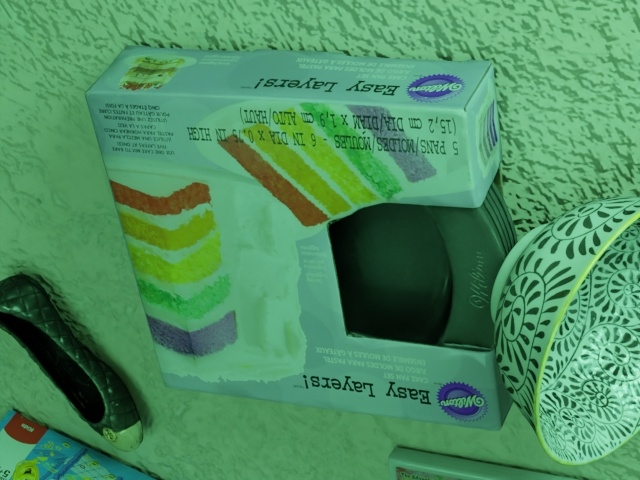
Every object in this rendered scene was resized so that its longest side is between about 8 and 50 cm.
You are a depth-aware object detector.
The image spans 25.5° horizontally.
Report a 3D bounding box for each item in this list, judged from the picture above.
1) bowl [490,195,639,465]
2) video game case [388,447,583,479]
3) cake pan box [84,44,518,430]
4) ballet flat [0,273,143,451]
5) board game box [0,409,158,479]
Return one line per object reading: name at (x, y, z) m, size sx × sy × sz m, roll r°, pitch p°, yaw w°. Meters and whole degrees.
bowl at (0.153, 0.039, 0.827) m, size 0.080 × 0.170 × 0.170 m, roll 30°, pitch 137°, yaw 40°
video game case at (0.132, 0.222, 1.042) m, size 0.157 × 0.019 × 0.143 m, roll 7°, pitch 126°, yaw 23°
cake pan box at (0.000, 0.000, 0.914) m, size 0.267 × 0.070 × 0.245 m, roll 6°, pitch 128°, yaw 22°
ballet flat at (-0.200, 0.102, 1.096) m, size 0.057 × 0.049 × 0.173 m, roll -24°, pitch 111°, yaw 38°
board game box at (-0.171, 0.334, 1.226) m, size 0.302 × 0.086 × 0.308 m, roll 23°, pitch 130°, yaw 10°
